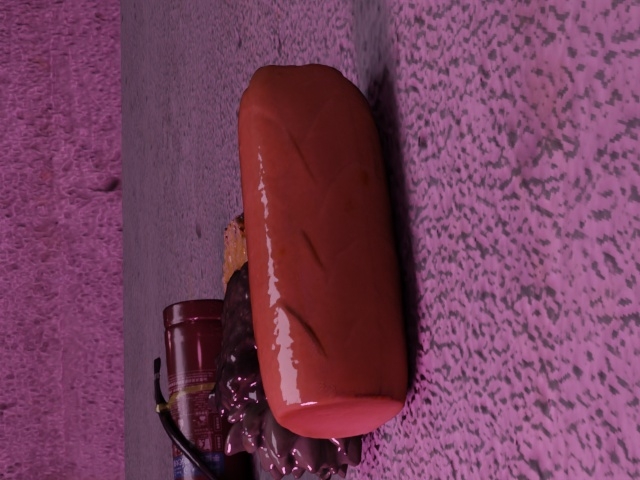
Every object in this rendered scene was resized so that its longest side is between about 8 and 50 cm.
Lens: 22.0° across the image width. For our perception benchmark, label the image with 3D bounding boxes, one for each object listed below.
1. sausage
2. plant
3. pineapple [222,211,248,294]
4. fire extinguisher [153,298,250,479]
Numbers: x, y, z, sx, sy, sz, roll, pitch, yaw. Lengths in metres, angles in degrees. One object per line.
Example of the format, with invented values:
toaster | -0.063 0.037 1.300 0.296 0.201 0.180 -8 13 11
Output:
sausage | 0.000 -0.001 1.310 0.121 0.121 0.304 119 146 -67
plant | -0.029 0.117 1.440 0.129 0.132 0.194 120 151 -72
pineapple | -0.075 0.069 1.843 0.221 0.047 0.221 177 90 -78
fire extinguisher | -0.150 0.250 2.040 0.141 0.105 0.341 -17 71 41
